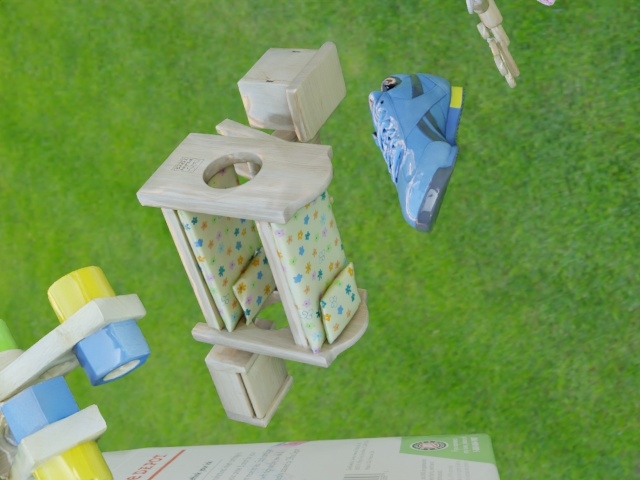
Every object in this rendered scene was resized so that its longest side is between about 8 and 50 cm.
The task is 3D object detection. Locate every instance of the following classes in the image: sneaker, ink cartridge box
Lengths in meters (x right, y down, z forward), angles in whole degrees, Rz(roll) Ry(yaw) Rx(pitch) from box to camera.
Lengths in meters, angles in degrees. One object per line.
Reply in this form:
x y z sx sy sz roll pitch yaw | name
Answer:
0.071 -0.077 0.829 0.082 0.209 0.069 17 125 -2 | sneaker
-0.050 0.219 0.702 0.353 0.207 0.119 -4 91 7 | ink cartridge box

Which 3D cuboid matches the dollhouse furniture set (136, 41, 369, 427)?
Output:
0.000 0.000 0.611 0.101 0.161 0.182 8 134 28 | dollhouse furniture set

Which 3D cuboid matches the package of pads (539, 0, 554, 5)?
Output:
0.198 -0.251 0.868 0.083 0.050 0.032 -62 20 4 | package of pads

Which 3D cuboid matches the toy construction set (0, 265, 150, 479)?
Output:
-0.217 0.154 0.509 0.151 0.215 0.328 48 135 22 | toy construction set

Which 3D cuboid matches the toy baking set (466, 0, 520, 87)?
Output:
0.227 -0.325 1.405 0.030 0.197 0.256 -27 114 17 | toy baking set
